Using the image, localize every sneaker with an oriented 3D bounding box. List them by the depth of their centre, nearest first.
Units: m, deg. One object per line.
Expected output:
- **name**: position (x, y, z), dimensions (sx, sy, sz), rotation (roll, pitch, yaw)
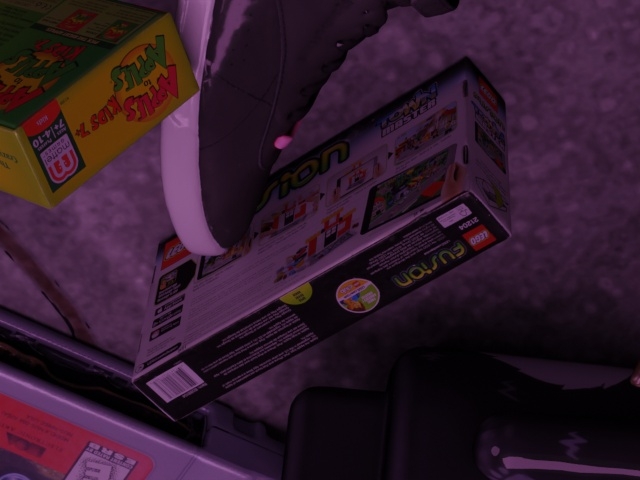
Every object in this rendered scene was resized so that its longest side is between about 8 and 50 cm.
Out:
- **sneaker**: position (0.012, -0.104, 0.878), dimensions (0.147, 0.104, 0.295), rotation (12, 124, 1)

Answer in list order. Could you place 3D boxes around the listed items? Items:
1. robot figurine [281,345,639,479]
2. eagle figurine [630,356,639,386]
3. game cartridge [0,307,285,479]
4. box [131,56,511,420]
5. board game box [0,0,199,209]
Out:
- **robot figurine**: position (0.116, 0.145, 1.028), dimensions (0.278, 0.209, 0.173), rotation (6, 106, 0)
- **eagle figurine**: position (0.329, 0.047, 0.930), dimensions (0.298, 0.225, 0.226), rotation (37, 112, -10)
- **game cartridge**: position (-0.187, 0.133, 1.114), dimensions (0.294, 0.060, 0.196), rotation (25, 129, -14)
- **box**: position (0.000, 0.000, 0.956), dimensions (0.207, 0.114, 0.036), rotation (-30, 120, 25)
- **board game box**: position (-0.150, -0.076, 0.862), dimensions (0.181, 0.092, 0.043), rotation (19, 141, 43)
